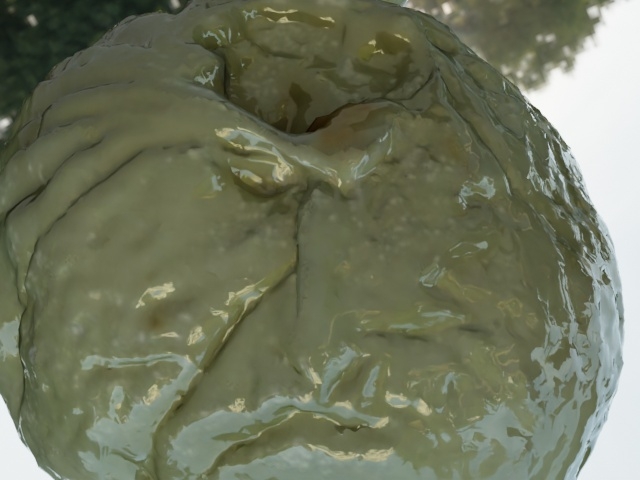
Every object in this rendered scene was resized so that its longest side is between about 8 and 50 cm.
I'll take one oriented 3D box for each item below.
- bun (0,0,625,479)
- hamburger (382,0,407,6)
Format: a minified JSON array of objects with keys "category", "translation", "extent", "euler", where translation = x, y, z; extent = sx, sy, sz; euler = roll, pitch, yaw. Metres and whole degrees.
[{"category":"bun","translation":[0.000,0.000,0.709],"extent":[0.349,0.227,0.352],"euler":[-18,-122,-25]},{"category":"hamburger","translation":[0.044,-0.367,1.469],"extent":[0.192,0.288,0.167],"euler":[-18,-163,27]}]
